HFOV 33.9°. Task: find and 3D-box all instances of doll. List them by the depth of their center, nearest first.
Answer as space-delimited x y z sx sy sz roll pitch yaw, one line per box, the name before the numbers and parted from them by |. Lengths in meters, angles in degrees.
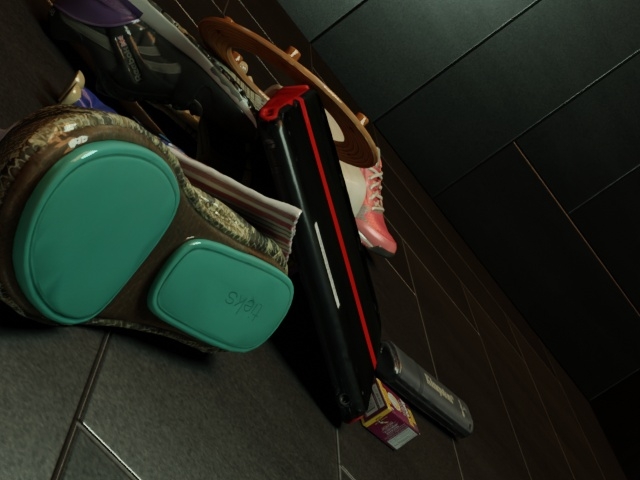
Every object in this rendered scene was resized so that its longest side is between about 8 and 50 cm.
doll | -0.193 -0.101 1.121 0.189 0.046 0.129 35 19 -22

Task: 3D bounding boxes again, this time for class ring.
ring | -0.044 -0.225 1.574 0.336 0.032 0.336 37 -9 7

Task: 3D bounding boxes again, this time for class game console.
game console | 0.000 0.000 1.346 0.342 0.060 0.387 -63 138 -73

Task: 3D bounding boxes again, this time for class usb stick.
usb stick | 0.162 0.234 1.627 0.278 0.045 0.077 42 17 -46

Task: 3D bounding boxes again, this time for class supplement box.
supplement box | 0.085 0.226 1.364 0.083 0.043 0.055 44 15 -41

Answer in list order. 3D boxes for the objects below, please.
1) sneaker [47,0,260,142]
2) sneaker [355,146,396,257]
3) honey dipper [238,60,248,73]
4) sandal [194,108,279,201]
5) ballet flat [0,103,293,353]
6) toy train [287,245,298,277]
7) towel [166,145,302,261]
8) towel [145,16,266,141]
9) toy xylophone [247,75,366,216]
sneaker | -0.197 -0.199 1.252 0.283 0.124 0.107 44 3 -6
sneaker | 0.071 -0.113 2.012 0.314 0.136 0.116 57 14 13
honey dipper | -0.174 -0.326 1.918 0.030 0.030 0.160 56 14 9
sandal | -0.112 -0.064 1.263 0.120 0.086 0.303 21 34 -10
ballet flat | -0.172 -0.011 0.861 0.182 0.164 0.483 36 -1 21
toy train | -0.066 -0.019 1.452 0.125 0.046 0.166 49 14 -25
towel | -0.089 -0.033 1.049 0.144 0.029 0.197 25 -15 1
towel | -0.144 -0.179 1.526 0.324 0.056 0.312 41 19 -18
toy xylophone | -0.041 -0.170 1.837 0.236 0.081 0.323 24 31 -30
